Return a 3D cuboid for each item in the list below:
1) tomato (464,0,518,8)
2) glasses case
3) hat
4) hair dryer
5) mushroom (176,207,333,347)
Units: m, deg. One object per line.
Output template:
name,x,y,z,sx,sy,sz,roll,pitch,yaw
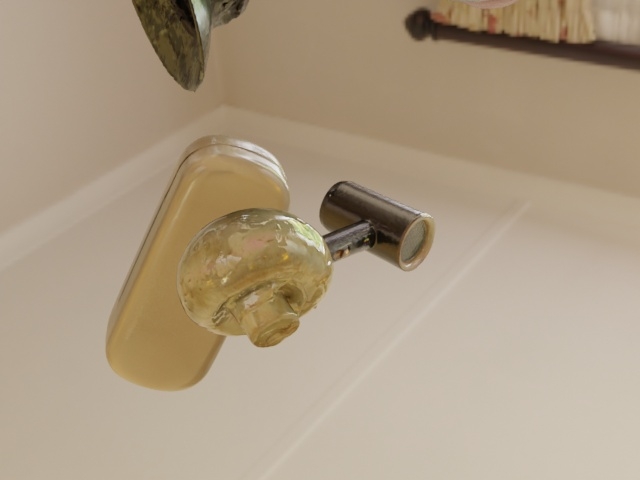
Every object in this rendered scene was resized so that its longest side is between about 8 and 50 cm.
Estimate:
tomato,0.144,-0.348,1.015,0.140,0.200,0.233,-8,-125,39
glasses case,-0.089,0.020,0.695,0.083,0.196,0.050,21,-157,-19
hat,-0.148,-0.316,1.154,0.128,0.265,0.265,-24,-144,-14
hair dryer,0.000,0.000,1.065,0.128,0.069,0.255,29,-148,36
mushroom,-0.034,0.021,0.519,0.084,0.083,0.067,-15,-124,-15
